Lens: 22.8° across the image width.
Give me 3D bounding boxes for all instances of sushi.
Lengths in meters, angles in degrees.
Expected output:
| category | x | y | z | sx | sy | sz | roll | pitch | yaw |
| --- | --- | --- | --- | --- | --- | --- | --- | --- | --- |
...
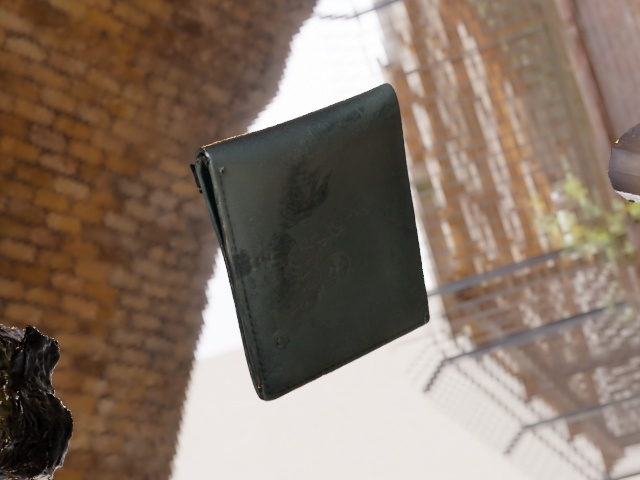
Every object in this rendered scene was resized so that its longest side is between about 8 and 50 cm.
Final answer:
| category | x | y | z | sx | sy | sz | roll | pitch | yaw |
| --- | --- | --- | --- | --- | --- | --- | --- | --- | --- |
| sushi | -0.368 | 0.182 | 1.850 | 0.115 | 0.147 | 0.212 | 37 | -156 | -50 |

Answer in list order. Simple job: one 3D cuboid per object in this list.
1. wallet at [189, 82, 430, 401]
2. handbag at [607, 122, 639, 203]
| category | x | y | z | sx | sy | sz | roll | pitch | yaw |
| --- | --- | --- | --- | --- | --- | --- | --- | --- | --- |
| wallet | -0.001 | 0.000 | 1.708 | 0.251 | 0.054 | 0.290 | -21 | -68 | -31 |
| handbag | 0.407 | -0.080 | 1.797 | 0.117 | 0.173 | 0.095 | -12 | -72 | -30 |
